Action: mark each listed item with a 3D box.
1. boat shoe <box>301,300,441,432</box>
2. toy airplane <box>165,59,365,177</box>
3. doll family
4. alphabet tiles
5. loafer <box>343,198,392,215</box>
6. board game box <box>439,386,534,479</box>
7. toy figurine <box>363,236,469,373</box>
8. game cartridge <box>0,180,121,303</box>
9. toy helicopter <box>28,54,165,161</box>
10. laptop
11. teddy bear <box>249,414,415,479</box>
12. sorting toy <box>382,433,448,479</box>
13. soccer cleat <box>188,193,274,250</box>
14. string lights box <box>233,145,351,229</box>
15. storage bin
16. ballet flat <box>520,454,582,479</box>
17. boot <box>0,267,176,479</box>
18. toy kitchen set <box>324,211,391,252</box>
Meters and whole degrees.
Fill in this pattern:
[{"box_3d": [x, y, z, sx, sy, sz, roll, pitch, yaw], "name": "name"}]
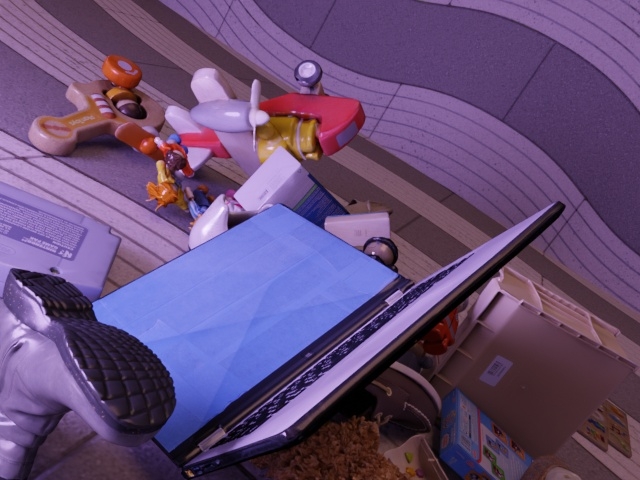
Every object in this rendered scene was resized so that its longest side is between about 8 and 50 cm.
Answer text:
[{"box_3d": [0.053, 0.205, 0.852, 0.324, 0.117, 0.096, 40, 47, -30], "name": "boat shoe"}, {"box_3d": [-0.141, -0.193, 1.291, 0.386, 0.384, 0.272, 6, 61, -33], "name": "toy airplane"}, {"box_3d": [-0.239, -0.075, 1.155, 0.263, 0.118, 0.163, 43, 8, -23], "name": "doll family"}, {"box_3d": [0.591, 0.361, 1.421, 0.285, 0.011, 0.343, 36, 20, 15], "name": "alphabet tiles"}, {"box_3d": [0.109, -0.065, 1.609, 0.092, 0.102, 0.269, 43, 23, 15], "name": "loafer"}, {"box_3d": [0.268, 0.338, 0.907, 0.211, 0.039, 0.160, 42, 20, -1], "name": "board game box"}, {"box_3d": [0.111, 0.124, 0.987, 0.213, 0.209, 0.148, 30, 39, 7], "name": "toy figurine"}, {"box_3d": [-0.417, -0.009, 0.784, 0.294, 0.060, 0.196, 24, 17, -18], "name": "game cartridge"}, {"box_3d": [-0.439, -0.235, 1.243, 0.235, 0.140, 0.355, 40, 30, -1], "name": "toy helicopter"}, {"box_3d": [-0.040, 0.037, 0.659, 0.382, 0.408, 0.236, -32, 84, -36], "name": "laptop"}, {"box_3d": [0.031, 0.266, 0.688, 0.245, 0.113, 0.338, 10, 28, -49], "name": "teddy bear"}, {"box_3d": [0.124, 0.310, 0.825, 0.075, 0.044, 0.083, 11, 27, -28], "name": "sorting toy"}, {"box_3d": [-0.070, 0.017, 1.089, 0.331, 0.143, 0.116, 17, 24, -35], "name": "soccer cleat"}, {"box_3d": [-0.040, -0.060, 1.215, 0.077, 0.133, 0.260, 46, 3, 37], "name": "string lights box"}, {"box_3d": [0.329, 0.215, 1.020, 0.261, 0.262, 0.123, 29, 22, -5], "name": "storage bin"}, {"box_3d": [0.291, 0.359, 0.756, 0.316, 0.106, 0.107, -24, 75, -50], "name": "ballet flat"}, {"box_3d": [-0.226, 0.141, 0.515, 0.247, 0.161, 0.083, 29, 6, 39], "name": "boot"}, {"box_3d": [0.082, 0.031, 1.230, 0.122, 0.207, 0.166, -4, 20, 5], "name": "toy kitchen set"}]
